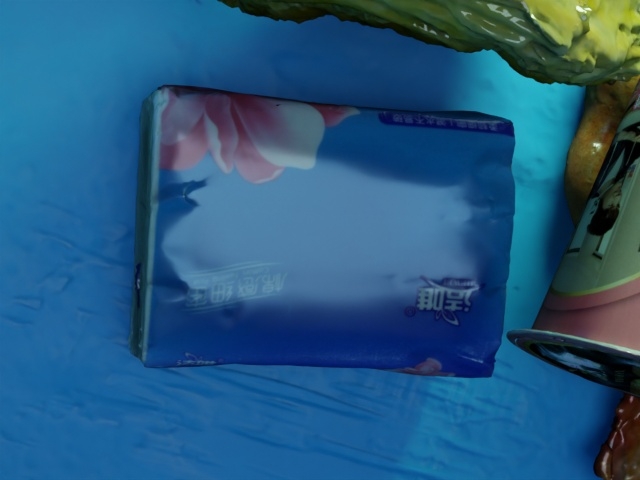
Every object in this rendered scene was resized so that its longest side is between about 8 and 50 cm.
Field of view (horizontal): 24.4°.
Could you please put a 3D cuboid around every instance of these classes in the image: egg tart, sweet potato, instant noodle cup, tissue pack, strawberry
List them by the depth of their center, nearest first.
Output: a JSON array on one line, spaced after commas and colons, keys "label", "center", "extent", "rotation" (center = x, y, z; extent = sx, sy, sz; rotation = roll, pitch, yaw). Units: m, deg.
[{"label": "egg tart", "center": [0.083, -0.198, 0.978], "extent": [0.351, 0.339, 0.153], "rotation": [-4, 107, -48]}, {"label": "instant noodle cup", "center": [0.286, -0.007, 1.083], "extent": [0.244, 0.244, 0.255], "rotation": [22, 82, -14]}, {"label": "tissue pack", "center": [0.000, 0.000, 1.089], "extent": [0.269, 0.137, 0.209], "rotation": [4, 98, -14]}, {"label": "sweet potato", "center": [0.231, -0.098, 1.172], "extent": [0.058, 0.055, 0.202], "rotation": [11, 96, 9]}, {"label": "strawberry", "center": [0.298, 0.134, 1.211], "extent": [0.121, 0.082, 0.188], "rotation": [42, 99, 12]}]
